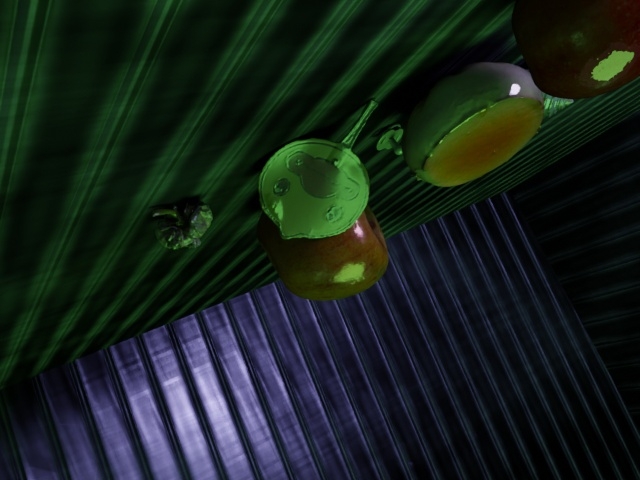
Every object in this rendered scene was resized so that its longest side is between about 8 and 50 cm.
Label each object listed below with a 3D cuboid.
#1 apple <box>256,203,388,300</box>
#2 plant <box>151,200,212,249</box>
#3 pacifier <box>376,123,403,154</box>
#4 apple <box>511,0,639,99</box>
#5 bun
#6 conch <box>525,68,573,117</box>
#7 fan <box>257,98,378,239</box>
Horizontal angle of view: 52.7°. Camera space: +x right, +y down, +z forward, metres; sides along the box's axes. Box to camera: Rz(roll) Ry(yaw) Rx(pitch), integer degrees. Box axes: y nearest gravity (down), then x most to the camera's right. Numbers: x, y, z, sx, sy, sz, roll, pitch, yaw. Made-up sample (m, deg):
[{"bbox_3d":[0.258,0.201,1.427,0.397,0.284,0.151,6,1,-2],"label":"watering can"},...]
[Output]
[{"bbox_3d":[0.000,0.000,1.482,0.275,0.299,0.299,-23,171,6],"label":"apple"},{"bbox_3d":[-0.277,-0.044,1.252,0.117,0.104,0.122,-59,143,-16],"label":"plant"},{"bbox_3d":[0.164,-0.219,1.428,0.083,0.064,0.068,-16,149,-50],"label":"pacifier"},{"bbox_3d":[0.412,-0.330,0.995,0.201,0.218,0.218,-21,174,30],"label":"apple"},{"bbox_3d":[0.286,-0.246,1.293,0.298,0.165,0.299,-21,153,-11],"label":"bun"},{"bbox_3d":[0.484,-0.327,1.437,0.153,0.102,0.135,-2,166,4],"label":"conch"},{"bbox_3d":[0.010,-0.131,1.252,0.229,0.011,0.335,25,113,-23],"label":"fan"}]
